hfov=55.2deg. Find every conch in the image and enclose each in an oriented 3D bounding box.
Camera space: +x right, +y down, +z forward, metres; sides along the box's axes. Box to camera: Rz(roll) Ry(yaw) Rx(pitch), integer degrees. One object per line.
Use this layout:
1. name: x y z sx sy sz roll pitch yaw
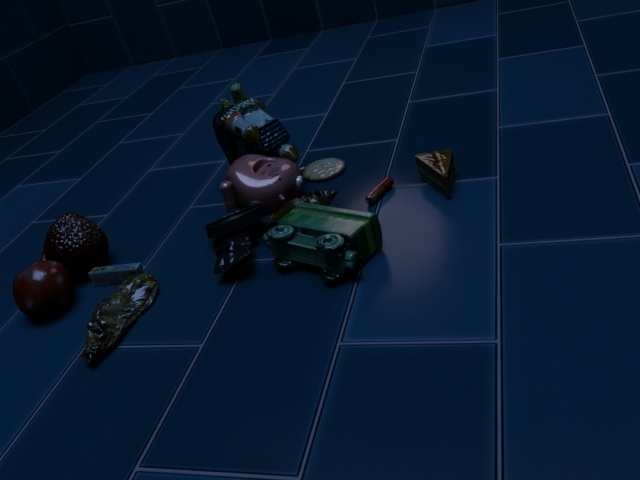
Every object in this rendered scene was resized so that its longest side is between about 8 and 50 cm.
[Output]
1. conch: -0.050 -0.086 1.771 0.233 0.086 0.080 -26 51 -8

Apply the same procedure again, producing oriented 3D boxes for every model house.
1. model house: -0.193 -0.320 2.072 0.184 0.253 0.291 -38 48 -26

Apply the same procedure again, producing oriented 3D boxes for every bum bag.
1. bum bag: -0.236 0.016 1.693 0.123 0.059 0.248 -23 16 5

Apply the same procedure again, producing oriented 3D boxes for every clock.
1. clock: -0.250 -0.058 1.791 0.185 0.040 0.184 -21 10 4
2. clock: -0.167 -0.191 1.936 0.242 0.142 0.227 3 36 22

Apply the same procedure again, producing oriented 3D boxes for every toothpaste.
1. toothpaste: -0.586 0.098 1.757 0.164 0.046 0.034 -6 30 16

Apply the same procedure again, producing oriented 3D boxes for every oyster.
1. oyster: -0.520 0.185 1.576 0.129 0.078 0.345 2 32 12

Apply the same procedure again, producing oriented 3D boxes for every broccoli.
1. broccoli: -0.329 -0.558 2.529 0.220 0.194 0.194 11 41 28

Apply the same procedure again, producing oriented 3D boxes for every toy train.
1. toy train: 0.000 0.000 1.580 0.301 0.120 0.202 11 37 37

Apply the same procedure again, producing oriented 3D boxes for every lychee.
1. lychee: -0.732 0.019 1.827 0.195 0.194 0.194 -12 32 7

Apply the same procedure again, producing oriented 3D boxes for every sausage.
1. sausage: 0.171 -0.145 1.806 0.034 0.034 0.129 12 41 37

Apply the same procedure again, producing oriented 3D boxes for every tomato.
1. tomato: -0.768 0.132 1.690 0.168 0.167 0.167 -12 32 7

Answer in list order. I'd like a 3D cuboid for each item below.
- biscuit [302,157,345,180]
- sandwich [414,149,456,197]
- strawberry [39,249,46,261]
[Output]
1. biscuit: 0.011 -0.237 2.036 0.152 0.020 0.152 -12 31 7
2. sandwich: 0.323 -0.186 1.762 0.114 0.079 0.163 -5 35 21
3. strawberry: -0.859 0.043 1.965 0.104 0.048 0.152 -10 29 16
